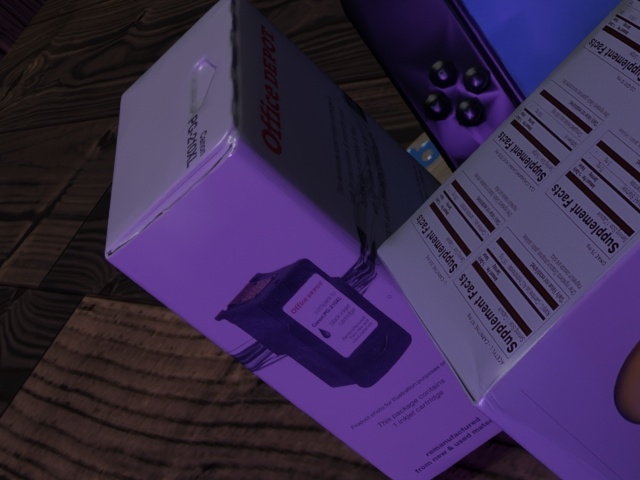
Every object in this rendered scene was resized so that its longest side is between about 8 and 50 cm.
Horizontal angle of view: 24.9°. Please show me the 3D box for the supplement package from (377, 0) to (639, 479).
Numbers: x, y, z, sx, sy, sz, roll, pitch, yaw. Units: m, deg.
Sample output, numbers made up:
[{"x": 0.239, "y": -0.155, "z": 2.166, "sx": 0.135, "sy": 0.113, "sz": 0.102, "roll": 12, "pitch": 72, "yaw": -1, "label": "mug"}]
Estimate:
[{"x": 0.172, "y": 0.017, "z": 0.598, "sx": 0.203, "sy": 0.194, "sz": 0.149, "roll": -46, "pitch": 24, "yaw": 8, "label": "supplement package"}]

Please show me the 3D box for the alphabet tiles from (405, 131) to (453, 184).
[{"x": 0.103, "y": -0.005, "z": 0.950, "sx": 0.284, "sy": 0.021, "sz": 0.278, "roll": -44, "pitch": 28, "yaw": 11, "label": "alphabet tiles"}]

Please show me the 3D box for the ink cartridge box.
[{"x": 0.000, "y": 0.000, "z": 0.810, "sx": 0.100, "sy": 0.237, "sz": 0.172, "roll": -38, "pitch": 29, "yaw": 20, "label": "ink cartridge box"}]

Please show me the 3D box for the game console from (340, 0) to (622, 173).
[{"x": 0.176, "y": -0.126, "z": 0.801, "sx": 0.293, "sy": 0.250, "sz": 0.173, "roll": -34, "pitch": 2, "yaw": 14, "label": "game console"}]
